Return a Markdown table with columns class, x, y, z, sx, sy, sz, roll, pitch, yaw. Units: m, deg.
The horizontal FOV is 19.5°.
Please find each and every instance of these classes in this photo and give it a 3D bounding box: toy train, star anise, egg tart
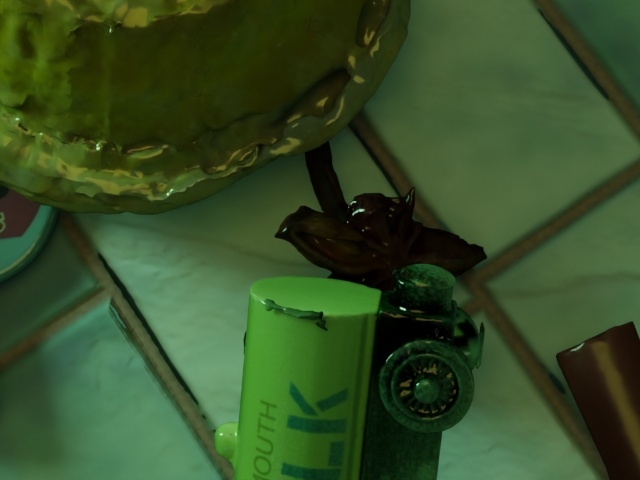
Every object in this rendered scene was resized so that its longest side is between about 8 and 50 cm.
| class | x | y | z | sx | sy | sz | roll | pitch | yaw |
| --- | --- | --- | --- | --- | --- | --- | --- | --- | --- |
| toy train | 0.012 | 0.131 | 1.129 | 0.157 | 0.105 | 0.253 | 7 | 108 | 4 |
| star anise | 0.008 | -0.003 | 1.214 | 0.140 | 0.158 | 0.144 | -44 | 44 | -16 |
| egg tart | -0.124 | -0.207 | 1.215 | 0.388 | 0.169 | 0.388 | 0 | 72 | 1 |

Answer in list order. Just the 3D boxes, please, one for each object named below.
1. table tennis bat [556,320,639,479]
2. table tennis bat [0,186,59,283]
| class | x | y | z | sx | sy | sz | roll | pitch | yaw |
| --- | --- | --- | --- | --- | --- | --- | --- | --- | --- |
| table tennis bat | 0.245 | 0.250 | 1.142 | 0.268 | 0.051 | 0.415 | -22 | 77 | 4 |
| table tennis bat | -0.247 | 0.004 | 1.247 | 0.153 | 0.040 | 0.244 | -6 | 72 | 1 |
